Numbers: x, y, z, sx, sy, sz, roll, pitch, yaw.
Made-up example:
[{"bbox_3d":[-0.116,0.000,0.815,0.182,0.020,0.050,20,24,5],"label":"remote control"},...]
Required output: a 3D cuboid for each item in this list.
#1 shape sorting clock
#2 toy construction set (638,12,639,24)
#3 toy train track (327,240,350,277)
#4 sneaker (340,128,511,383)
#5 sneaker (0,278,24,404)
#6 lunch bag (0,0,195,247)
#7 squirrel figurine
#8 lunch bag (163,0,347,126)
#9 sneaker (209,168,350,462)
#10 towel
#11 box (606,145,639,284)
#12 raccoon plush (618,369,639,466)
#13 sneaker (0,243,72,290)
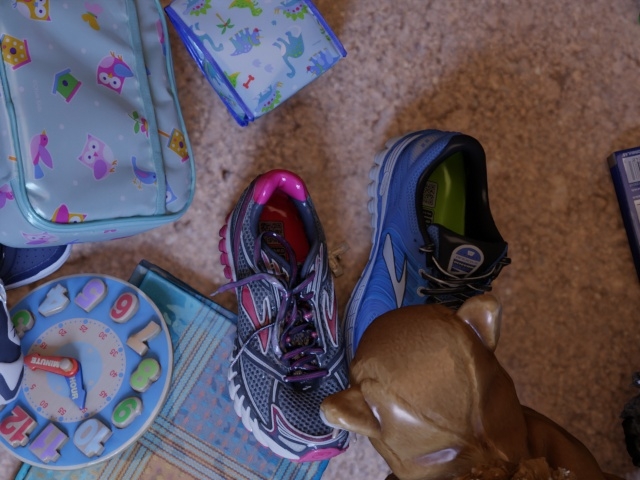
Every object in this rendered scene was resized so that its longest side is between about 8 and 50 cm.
[{"bbox_3d":[-0.245,0.127,1.820,0.206,0.040,0.206,-6,69,15],"label":"shape sorting clock"},{"bbox_3d":[0.440,-0.337,1.959,0.327,0.151,0.215,-32,85,1],"label":"toy construction set"},{"bbox_3d":[0.000,0.000,1.914,0.048,0.014,0.083,-29,84,-10],"label":"toy train track"},{"bbox_3d":[0.106,0.043,1.839,0.129,0.147,0.330,8,81,-24],"label":"sneaker"},{"bbox_3d":[-0.401,0.083,1.742,0.235,0.094,0.153,-1,112,-8],"label":"sneaker"},{"bbox_3d":[-0.241,-0.139,1.830,0.224,0.108,0.279,-5,82,-37],"label":"lunch bag"},{"bbox_3d":[0.168,0.235,1.633,0.281,0.397,0.370,-29,112,-3],"label":"squirrel figurine"},{"bbox_3d":[-0.070,-0.214,1.901,0.129,0.096,0.151,-36,96,-10],"label":"lunch bag"},{"bbox_3d":[-0.037,0.074,1.811,0.121,0.112,0.299,-7,67,-19],"label":"sneaker"},{"bbox_3d":[-0.155,0.240,1.846,0.271,0.040,0.370,30,79,0],"label":"towel"},{"bbox_3d":[0.397,0.003,1.945,0.136,0.036,0.225,-12,82,-8],"label":"box"},{"bbox_3d":[0.415,0.066,1.745,0.216,0.299,0.446,12,64,12],"label":"raccoon plush"},{"bbox_3d":[-0.386,-0.005,1.802,0.282,0.153,0.099,0,81,-6],"label":"sneaker"}]
